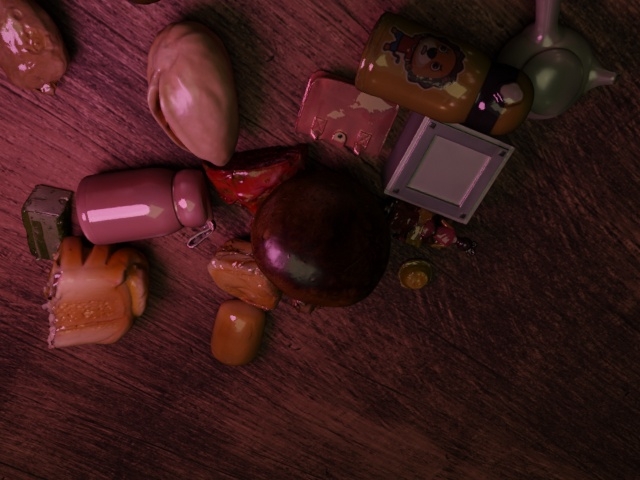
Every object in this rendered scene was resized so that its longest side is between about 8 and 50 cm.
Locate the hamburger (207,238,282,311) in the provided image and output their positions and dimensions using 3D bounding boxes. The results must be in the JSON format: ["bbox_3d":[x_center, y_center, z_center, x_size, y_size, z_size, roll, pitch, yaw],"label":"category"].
[{"bbox_3d":[-0.185,0.086,1.554,0.214,0.108,0.213,24,147,16],"label":"hamburger"}]

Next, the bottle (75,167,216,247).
[{"bbox_3d":[-0.408,-0.073,1.446,0.297,0.173,0.206,-8,99,1],"label":"bottle"}]

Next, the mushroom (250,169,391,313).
[{"bbox_3d":[0.015,-0.003,1.385,0.239,0.345,0.345,6,130,34],"label":"mushroom"}]

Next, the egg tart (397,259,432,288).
[{"bbox_3d":[0.262,0.099,1.650,0.105,0.039,0.105,-1,123,-2],"label":"egg tart"}]

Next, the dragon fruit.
[{"bbox_3d":[-0.144,-0.116,1.450,0.262,0.134,0.211,-10,126,6],"label":"dragon fruit"}]

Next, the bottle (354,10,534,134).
[{"bbox_3d":[0.262,-0.331,1.235,0.351,0.171,0.171,22,122,7],"label":"bottle"}]

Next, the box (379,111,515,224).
[{"bbox_3d":[0.291,-0.184,1.419,0.225,0.117,0.225,19,121,-12],"label":"box"}]

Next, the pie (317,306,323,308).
[{"bbox_3d":[0.030,0.038,1.582,0.257,0.105,0.274,-24,123,-2],"label":"pie"}]

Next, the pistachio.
[{"bbox_3d":[-0.265,-0.309,1.299,0.193,0.214,0.318,25,145,35],"label":"pistachio"}]

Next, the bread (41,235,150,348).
[{"bbox_3d":[-0.577,0.121,1.557,0.270,0.211,0.315,-5,133,-27],"label":"bread"}]

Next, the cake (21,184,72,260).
[{"bbox_3d":[-0.696,-0.039,1.554,0.100,0.099,0.235,13,143,-9],"label":"cake"}]

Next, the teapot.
[{"bbox_3d":[0.457,-0.395,1.265,0.220,0.149,0.318,-34,118,18],"label":"teapot"}]

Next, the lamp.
[{"bbox_3d":[0.273,-0.035,1.520,0.253,0.118,0.118,19,121,-13],"label":"lamp"}]

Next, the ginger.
[{"bbox_3d":[-0.614,-0.423,1.245,0.138,0.152,0.267,-29,118,-17],"label":"ginger"}]

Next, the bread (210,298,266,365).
[{"bbox_3d":[-0.237,0.271,1.724,0.147,0.098,0.217,7,124,-10],"label":"bread"}]

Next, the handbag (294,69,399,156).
[{"bbox_3d":[0.060,-0.287,1.384,0.213,0.059,0.157,16,121,-12],"label":"handbag"}]

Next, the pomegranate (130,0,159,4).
[{"bbox_3d":[-0.370,-0.554,1.144,0.211,0.179,0.179,22,121,0],"label":"pomegranate"}]
